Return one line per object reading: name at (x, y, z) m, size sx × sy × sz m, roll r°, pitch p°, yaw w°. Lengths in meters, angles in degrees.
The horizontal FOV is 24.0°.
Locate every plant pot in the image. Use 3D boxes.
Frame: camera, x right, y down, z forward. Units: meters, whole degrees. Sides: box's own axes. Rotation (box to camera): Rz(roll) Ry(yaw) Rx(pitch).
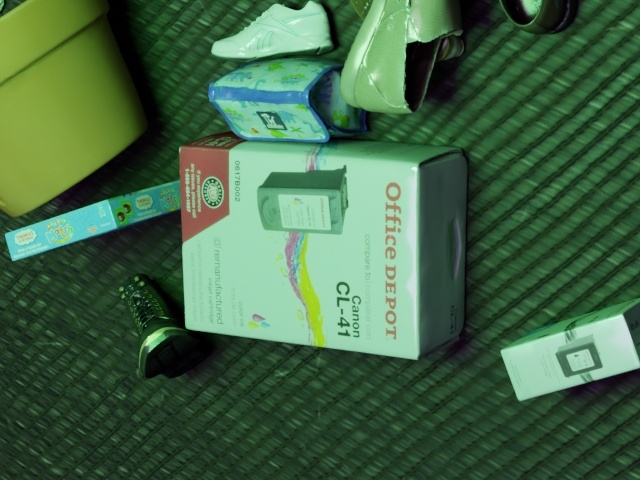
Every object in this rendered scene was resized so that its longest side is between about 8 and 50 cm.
plant pot at (-0.341, -0.164, 1.788) m, size 0.290 × 0.291 × 0.203 m, roll -27°, pitch 103°, yaw 31°

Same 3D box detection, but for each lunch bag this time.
lunch bag at (-0.033, -0.158, 1.671) m, size 0.128 × 0.151 × 0.096 m, roll 4°, pitch 93°, yaw 28°

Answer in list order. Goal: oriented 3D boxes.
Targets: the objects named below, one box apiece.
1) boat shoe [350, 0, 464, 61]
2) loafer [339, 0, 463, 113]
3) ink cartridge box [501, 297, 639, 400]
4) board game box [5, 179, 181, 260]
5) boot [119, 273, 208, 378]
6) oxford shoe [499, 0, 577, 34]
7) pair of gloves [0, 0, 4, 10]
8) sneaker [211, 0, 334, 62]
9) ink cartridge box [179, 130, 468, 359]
boat shoe at (0.092, -0.249, 1.654) m, size 0.153 × 0.048 × 0.056 m, roll 39°, pitch 116°, yaw 22°
loafer at (0.108, -0.248, 1.563) m, size 0.092 × 0.102 × 0.269 m, roll 31°, pitch 116°, yaw 22°
ink cartridge box at (0.294, 0.107, 1.579) m, size 0.180 × 0.104 × 0.060 m, roll -20°, pitch 89°, yaw 30°
board game box at (-0.244, -0.029, 1.784) m, size 0.160 × 0.211 × 0.039 m, roll -16°, pitch 92°, yaw 30°
boot at (-0.210, 0.092, 1.810) m, size 0.077 × 0.198 × 0.137 m, roll -34°, pitch 78°, yaw -5°
oxford shoe at (0.201, -0.322, 1.544) m, size 0.082 × 0.096 × 0.227 m, roll -18°, pitch 90°, yaw 32°
pair of gloves at (-0.537, -0.310, 1.985) m, size 0.240 × 0.042 × 0.204 m, roll -42°, pitch 74°, yaw 24°
sneaker at (-0.056, -0.238, 1.733) m, size 0.152 × 0.053 × 0.061 m, roll -6°, pitch 89°, yaw 24°
ink cartridge box at (0.000, 0.000, 1.704) m, size 0.306 × 0.131 × 0.226 m, roll 6°, pitch 103°, yaw 29°
